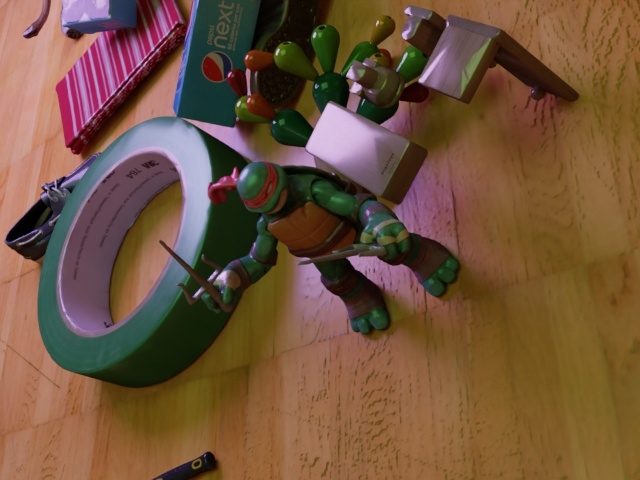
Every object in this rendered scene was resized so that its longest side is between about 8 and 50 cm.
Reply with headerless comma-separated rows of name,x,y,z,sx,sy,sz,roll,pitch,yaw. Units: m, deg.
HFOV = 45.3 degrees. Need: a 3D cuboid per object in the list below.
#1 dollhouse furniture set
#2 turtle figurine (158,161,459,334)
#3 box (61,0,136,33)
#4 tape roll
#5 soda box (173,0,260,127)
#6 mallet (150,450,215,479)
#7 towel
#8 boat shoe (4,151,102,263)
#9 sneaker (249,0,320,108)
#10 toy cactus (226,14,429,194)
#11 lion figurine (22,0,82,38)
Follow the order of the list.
dollhouse furniture set,0.101,-0.103,0.663,0.144,0.123,0.151,37,103,46
turtle figurine,0.000,0.000,0.610,0.175,0.234,0.118,-18,58,36
box,-0.335,-0.444,1.159,0.100,0.060,0.244,1,92,26
tape roll,-0.213,0.010,0.918,0.321,0.077,0.321,-21,56,35
soda box,-0.117,-0.244,0.892,0.067,0.071,0.210,-129,50,-66
mallet,-0.185,0.253,0.801,0.190,0.039,0.062,-36,52,19
towel,-0.317,-0.279,1.197,0.275,0.031,0.199,-42,44,16
boat shoe,-0.378,-0.052,1.110,0.206,0.065,0.075,-46,45,15
sneaker,-0.051,-0.242,0.917,0.086,0.064,0.192,-1,73,58
toy cactus,0.012,-0.123,0.770,0.219,0.112,0.180,-9,86,16
lion figurine,-0.395,-0.538,1.311,0.392,0.142,0.240,-32,64,18
